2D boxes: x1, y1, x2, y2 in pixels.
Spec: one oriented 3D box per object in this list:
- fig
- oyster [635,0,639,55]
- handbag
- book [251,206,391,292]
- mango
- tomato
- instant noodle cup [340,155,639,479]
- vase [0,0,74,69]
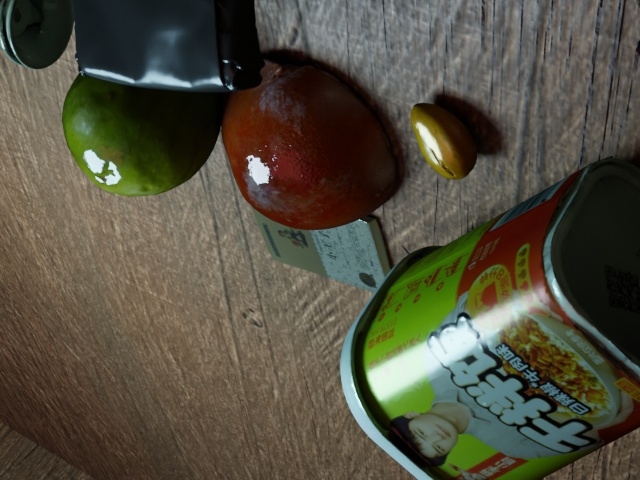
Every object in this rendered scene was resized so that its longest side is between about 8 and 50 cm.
[{"bbox_3d":[-0.197,-0.149,1.242,0.181,0.181,0.191,36,109,5],"label":"fig"},{"bbox_3d":[0.341,-0.139,0.790,0.166,0.094,0.294,-29,100,38],"label":"oyster"},{"bbox_3d":[-0.156,-0.264,1.077,0.247,0.080,0.223,11,113,38],"label":"handbag"},{"bbox_3d":[0.000,0.000,1.387,0.198,0.016,0.138,17,143,33],"label":"book"},{"bbox_3d":[0.122,-0.102,1.093,0.089,0.046,0.060,49,149,-8],"label":"mango"},{"bbox_3d":[-0.025,-0.088,1.210,0.228,0.112,0.199,48,147,-20],"label":"tomato"},{"bbox_3d":[0.216,0.088,1.057,0.294,0.294,0.308,42,143,-5],"label":"instant noodle cup"},{"bbox_3d":[-0.469,-0.305,1.350,0.321,0.173,0.173,19,144,24],"label":"vase"}]
